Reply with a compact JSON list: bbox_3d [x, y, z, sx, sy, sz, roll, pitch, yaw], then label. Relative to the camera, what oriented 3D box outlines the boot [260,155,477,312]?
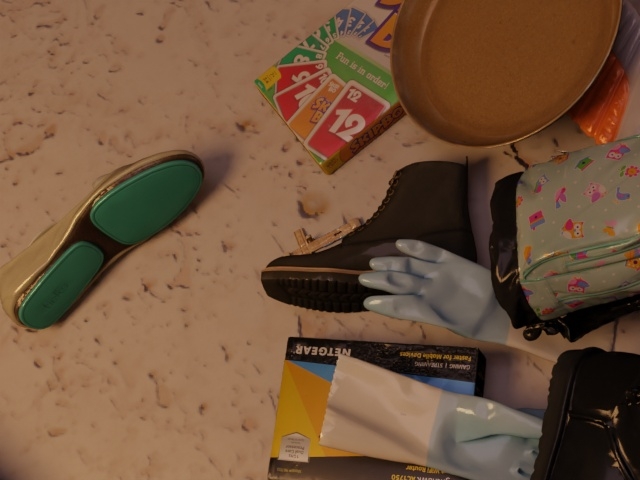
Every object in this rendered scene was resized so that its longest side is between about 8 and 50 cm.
[{"bbox_3d":[0.047,-0.009,1.236,0.197,0.077,0.137,0,66,5],"label":"boot"}]

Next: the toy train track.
[{"bbox_3d":[0.000,0.000,1.274,0.083,0.014,0.048,-27,65,8],"label":"toy train track"}]

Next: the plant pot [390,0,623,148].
[{"bbox_3d":[0.170,-0.191,1.210,0.236,0.032,0.236,-13,68,34],"label":"plant pot"}]

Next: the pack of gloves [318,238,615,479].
[{"bbox_3d":[0.133,0.102,1.125,0.232,0.046,0.195,13,74,0],"label":"pack of gloves"}]

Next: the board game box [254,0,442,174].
[{"bbox_3d":[0.071,-0.191,1.310,0.259,0.039,0.124,-38,65,0],"label":"board game box"}]

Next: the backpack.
[{"bbox_3d":[0.231,-0.009,1.088,0.182,0.115,0.152,-14,59,28],"label":"backpack"}]

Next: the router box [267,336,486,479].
[{"bbox_3d":[0.051,0.158,1.180,0.178,0.046,0.133,1,71,19],"label":"router box"}]

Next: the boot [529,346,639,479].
[{"bbox_3d":[0.258,0.192,1.006,0.207,0.094,0.247,-9,67,54],"label":"boot"}]

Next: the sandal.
[{"bbox_3d":[0.291,-0.104,1.179,0.102,0.076,0.265,-38,67,24],"label":"sandal"}]

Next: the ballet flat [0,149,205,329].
[{"bbox_3d":[-0.225,-0.016,1.327,0.248,0.086,0.086,-40,63,3],"label":"ballet flat"}]
